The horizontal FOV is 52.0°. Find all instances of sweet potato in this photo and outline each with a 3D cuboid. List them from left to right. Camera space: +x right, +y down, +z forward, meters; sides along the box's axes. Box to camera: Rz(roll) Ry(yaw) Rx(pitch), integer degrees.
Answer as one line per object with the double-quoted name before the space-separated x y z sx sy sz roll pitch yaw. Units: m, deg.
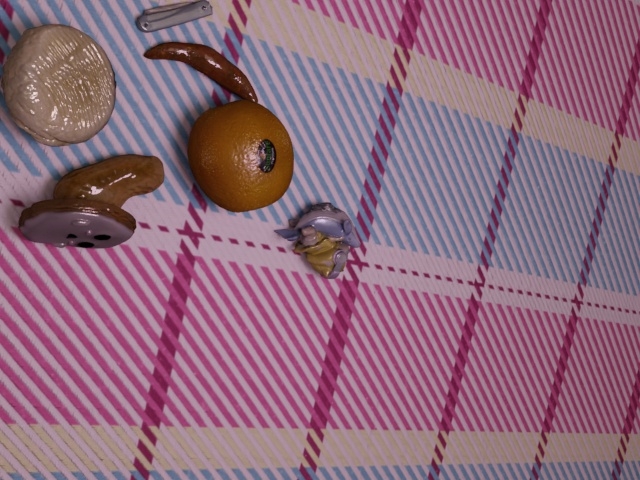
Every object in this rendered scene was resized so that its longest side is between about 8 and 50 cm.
"sweet potato" -0.236 -0.366 1.381 0.255 0.058 0.078 21 109 -27

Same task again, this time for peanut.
"peanut" -0.416 -0.110 1.303 0.226 0.095 0.108 -27 127 -27

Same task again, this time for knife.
"knife" -0.299 -0.463 1.344 0.162 0.023 0.044 -25 106 -24

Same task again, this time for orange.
"orange" -0.164 -0.175 1.365 0.236 0.236 0.236 -6 102 -29

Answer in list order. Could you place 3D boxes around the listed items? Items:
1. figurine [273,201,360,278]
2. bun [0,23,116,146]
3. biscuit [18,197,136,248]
"figurine" 0.000 0.000 1.548 0.208 0.128 0.184 3 100 -22
"bun" -0.487 -0.278 1.205 0.220 0.134 0.220 -16 110 -56
"biscuit" -0.457 -0.023 1.248 0.208 0.181 0.049 12 65 -35
